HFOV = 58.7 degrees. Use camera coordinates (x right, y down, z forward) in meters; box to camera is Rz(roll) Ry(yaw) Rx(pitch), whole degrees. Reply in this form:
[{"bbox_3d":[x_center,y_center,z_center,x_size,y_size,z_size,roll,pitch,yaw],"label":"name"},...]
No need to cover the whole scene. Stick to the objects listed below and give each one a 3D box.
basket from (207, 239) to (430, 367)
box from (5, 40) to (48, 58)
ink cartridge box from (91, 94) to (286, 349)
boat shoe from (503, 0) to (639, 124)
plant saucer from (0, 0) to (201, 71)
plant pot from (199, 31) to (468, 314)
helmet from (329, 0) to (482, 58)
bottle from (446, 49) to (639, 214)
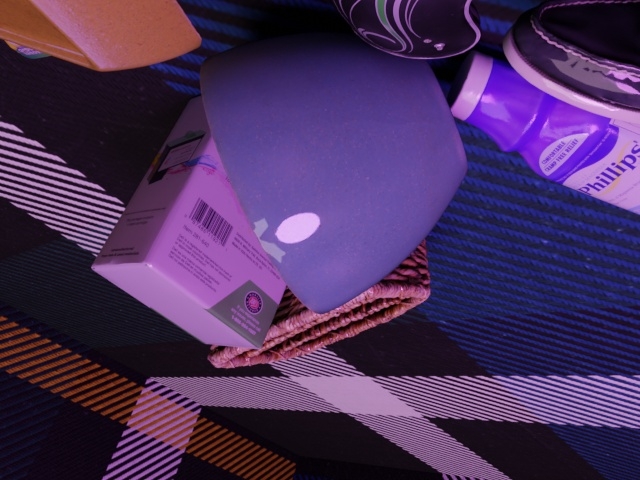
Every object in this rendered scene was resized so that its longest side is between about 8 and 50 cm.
[{"bbox_3d":[0.013,0.096,0.847,0.299,0.223,0.213,-28,127,27],"label":"basket"},{"bbox_3d":[-0.366,-0.296,0.666,0.105,0.043,0.179,2,144,25],"label":"box"},{"bbox_3d":[-0.124,-0.031,0.737,0.117,0.278,0.201,-4,143,38],"label":"ink cartridge box"},{"bbox_3d":[0.323,-0.155,0.439,0.340,0.127,0.113,15,149,3],"label":"boat shoe"},{"bbox_3d":[-0.304,-0.253,0.440,0.332,0.081,0.333,20,169,15],"label":"plant saucer"},{"bbox_3d":[0.036,-0.094,0.593,0.195,0.290,0.290,-23,138,9],"label":"plant pot"},{"bbox_3d":[0.073,-0.231,0.415,0.169,0.169,0.161,12,166,11],"label":"helmet"},{"bbox_3d":[0.269,-0.109,0.575,0.283,0.092,0.118,21,149,-4],"label":"bottle"}]
